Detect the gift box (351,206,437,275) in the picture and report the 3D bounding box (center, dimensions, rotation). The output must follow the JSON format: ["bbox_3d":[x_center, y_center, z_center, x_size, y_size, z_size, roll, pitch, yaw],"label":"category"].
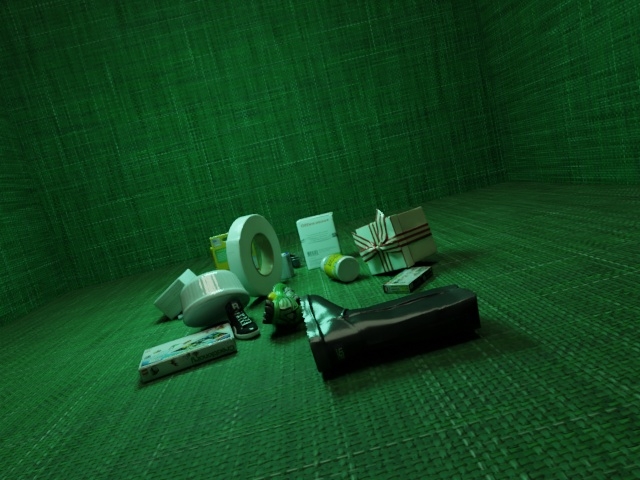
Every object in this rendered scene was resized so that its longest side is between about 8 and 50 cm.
[{"bbox_3d":[0.310,-0.009,1.934,0.258,0.276,0.255,-21,-5,-39],"label":"gift box"}]

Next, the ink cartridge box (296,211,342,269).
[{"bbox_3d":[0.000,0.000,2.396,0.198,0.273,0.115,-13,9,6],"label":"ink cartridge box"}]

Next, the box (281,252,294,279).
[{"bbox_3d":[-0.223,0.141,2.338,0.137,0.126,0.072,-11,11,14],"label":"box"}]

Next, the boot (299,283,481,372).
[{"bbox_3d":[0.179,0.204,1.272,0.445,0.146,0.367,-18,18,-3],"label":"boot"}]

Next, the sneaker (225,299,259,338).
[{"bbox_3d":[-0.299,0.281,1.613,0.079,0.121,0.217,-20,11,-29],"label":"sneaker"}]

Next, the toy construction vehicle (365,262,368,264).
[{"bbox_3d":[0.265,0.105,2.141,0.086,0.035,0.098,-7,5,-43],"label":"toy construction vehicle"}]

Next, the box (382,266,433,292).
[{"bbox_3d":[0.342,0.151,1.711,0.114,0.036,0.207,-6,12,40],"label":"box"}]

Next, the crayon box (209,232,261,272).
[{"bbox_3d":[-0.409,0.114,2.160,0.203,0.323,0.083,-17,10,-21],"label":"crayon box"}]

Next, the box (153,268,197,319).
[{"bbox_3d":[-0.673,0.256,2.116,0.182,0.119,0.181,-44,9,6],"label":"box"}]

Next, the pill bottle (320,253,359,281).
[{"bbox_3d":[0.082,0.121,2.028,0.117,0.117,0.208,-18,10,-22],"label":"pill bottle"}]

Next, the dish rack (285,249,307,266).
[{"bbox_3d":[-0.072,0.088,2.606,0.271,0.074,0.208,-17,10,-20],"label":"dish rack"}]

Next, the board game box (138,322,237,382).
[{"bbox_3d":[-0.445,0.372,1.495,0.305,0.053,0.193,-16,9,-14],"label":"board game box"}]

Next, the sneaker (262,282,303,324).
[{"bbox_3d":[-0.122,0.250,1.633,0.146,0.134,0.343,11,6,-1],"label":"sneaker"}]

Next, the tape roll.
[{"bbox_3d":[-0.299,0.070,2.061,0.072,0.392,0.392,-10,10,22],"label":"tape roll"}]

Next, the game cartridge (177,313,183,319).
[{"bbox_3d":[-0.620,0.344,2.050,0.083,0.017,0.056,-17,13,-21],"label":"game cartridge"}]

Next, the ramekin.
[{"bbox_3d":[-0.423,0.225,1.735,0.273,0.127,0.273,-23,-24,-11],"label":"ramekin"}]
